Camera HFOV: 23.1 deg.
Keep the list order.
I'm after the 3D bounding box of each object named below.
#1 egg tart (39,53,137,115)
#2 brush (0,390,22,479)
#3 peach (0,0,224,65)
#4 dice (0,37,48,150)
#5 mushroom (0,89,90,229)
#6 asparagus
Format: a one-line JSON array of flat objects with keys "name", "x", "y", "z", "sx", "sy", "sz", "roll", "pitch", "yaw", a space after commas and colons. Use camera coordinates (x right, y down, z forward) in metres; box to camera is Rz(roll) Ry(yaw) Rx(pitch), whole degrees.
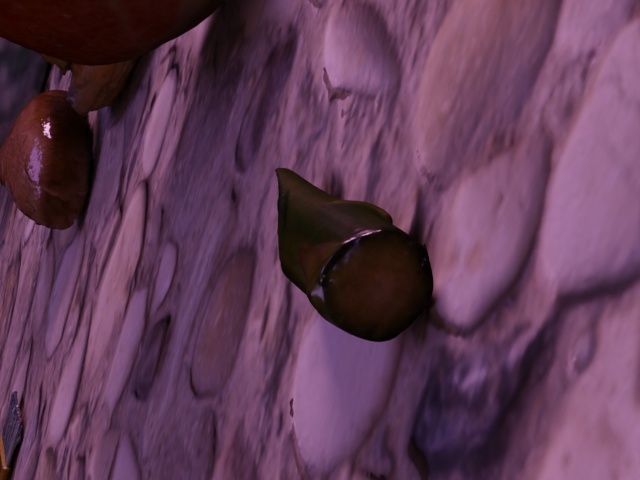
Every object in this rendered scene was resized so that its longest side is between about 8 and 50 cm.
[{"name": "egg tart", "x": -0.183, "y": -0.251, "z": 1.290, "sx": 0.291, "sy": 0.107, "sz": 0.291, "roll": -166, "pitch": 90, "yaw": -72}, {"name": "brush", "x": -0.299, "y": 0.247, "z": 1.401, "sx": 0.082, "sy": 0.010, "sz": 0.218, "roll": -137, "pitch": 63, "yaw": -70}, {"name": "peach", "x": -0.149, "y": -0.221, "z": 0.965, "sx": 0.257, "sy": 0.232, "sz": 0.232, "roll": 6, "pitch": 82, "yaw": 56}, {"name": "dice", "x": -0.506, "y": -0.270, "z": 1.936, "sx": 0.330, "sy": 0.328, "sz": 0.348, "roll": -167, "pitch": 92, "yaw": -73}, {"name": "mushroom", "x": -0.244, "y": -0.085, "z": 1.402, "sx": 0.094, "sy": 0.072, "sz": 0.210, "roll": -59, "pitch": 21, "yaw": 19}, {"name": "asparagus", "x": 0.000, "y": 0.000, "z": 0.626, "sx": 0.045, "sy": 0.041, "sz": 0.178, "roll": -66, "pitch": 17, "yaw": 4}]
